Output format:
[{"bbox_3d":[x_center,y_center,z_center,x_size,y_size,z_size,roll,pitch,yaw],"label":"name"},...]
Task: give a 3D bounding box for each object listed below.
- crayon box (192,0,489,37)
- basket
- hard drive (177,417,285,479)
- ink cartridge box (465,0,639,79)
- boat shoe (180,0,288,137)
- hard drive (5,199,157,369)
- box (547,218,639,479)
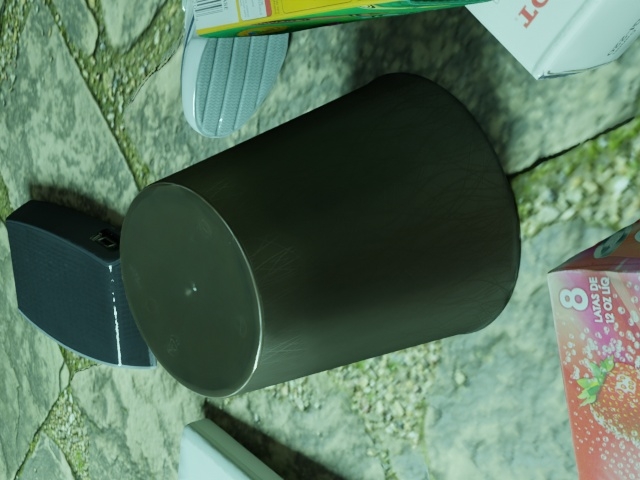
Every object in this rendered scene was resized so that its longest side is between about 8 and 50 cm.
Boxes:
[{"bbox_3d":[-0.007,-0.255,0.407,0.165,0.081,0.278,7,109,45],"label":"crayon box"},{"bbox_3d":[0.000,0.000,0.516,0.154,0.227,0.204,-21,89,46],"label":"basket"},{"bbox_3d":[-0.045,0.334,0.774,0.308,0.040,0.202,24,113,44],"label":"hard drive"},{"bbox_3d":[0.114,-0.218,0.425,0.218,0.092,0.158,51,134,17],"label":"ink cartridge box"},{"bbox_3d":[-0.068,-0.197,0.632,0.076,0.083,0.226,41,118,42],"label":"boat shoe"},{"bbox_3d":[-0.294,0.052,0.946,0.255,0.054,0.171,17,116,40],"label":"hard drive"},{"bbox_3d":[0.231,0.134,0.392,0.142,0.154,0.299,-2,104,45],"label":"box"}]
